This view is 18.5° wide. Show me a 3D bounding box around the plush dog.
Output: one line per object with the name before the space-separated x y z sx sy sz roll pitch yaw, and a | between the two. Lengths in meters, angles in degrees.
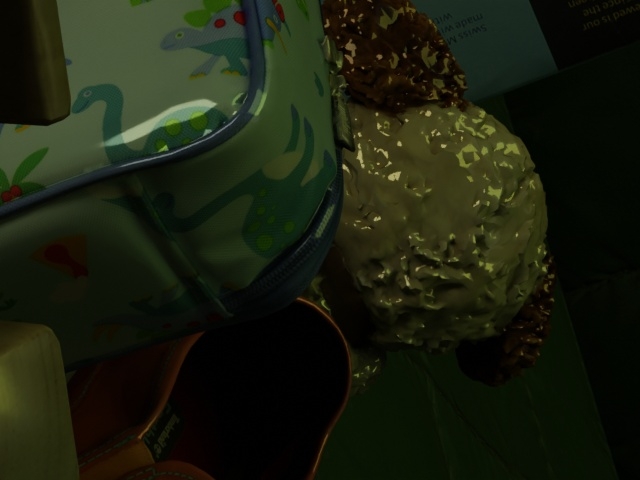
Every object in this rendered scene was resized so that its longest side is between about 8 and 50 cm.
plush dog | 0.000 0.000 0.973 0.210 0.225 0.262 -89 155 -59

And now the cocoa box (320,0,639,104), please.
cocoa box | 0.022 -0.207 1.105 0.231 0.347 0.228 -90 157 -58

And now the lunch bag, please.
lunch bag | -0.103 -0.040 0.628 0.090 0.219 0.176 57 18 -47

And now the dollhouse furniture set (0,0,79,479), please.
dollhouse furniture set | -0.170 0.139 0.296 0.303 0.174 0.355 -34 123 -54

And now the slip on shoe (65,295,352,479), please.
slip on shoe | -0.071 0.120 0.692 0.123 0.101 0.331 56 33 -18
